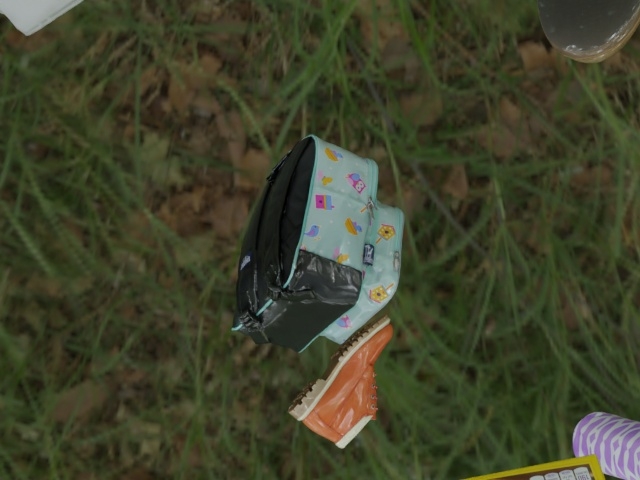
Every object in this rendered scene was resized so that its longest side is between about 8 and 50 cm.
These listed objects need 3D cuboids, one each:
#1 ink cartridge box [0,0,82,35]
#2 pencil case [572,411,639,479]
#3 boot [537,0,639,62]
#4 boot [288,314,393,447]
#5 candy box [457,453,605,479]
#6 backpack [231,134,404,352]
[{"bbox_3d":[-0.077,-0.264,0.441,0.285,0.166,0.395,51,152,-16],"label":"ink cartridge box"},{"bbox_3d":[0.407,0.277,1.714,0.086,0.206,0.088,-18,101,-19],"label":"pencil case"},{"bbox_3d":[0.266,-0.250,1.194,0.112,0.305,0.115,-2,139,25],"label":"boot"},{"bbox_3d":[0.044,0.161,1.532,0.084,0.059,0.158,40,81,-3],"label":"boot"},{"bbox_3d":[0.127,0.230,1.024,0.206,0.105,0.027,-11,141,-4],"label":"candy box"},{"bbox_3d":[0.000,0.000,1.315,0.144,0.188,0.166,13,148,-19],"label":"backpack"}]
